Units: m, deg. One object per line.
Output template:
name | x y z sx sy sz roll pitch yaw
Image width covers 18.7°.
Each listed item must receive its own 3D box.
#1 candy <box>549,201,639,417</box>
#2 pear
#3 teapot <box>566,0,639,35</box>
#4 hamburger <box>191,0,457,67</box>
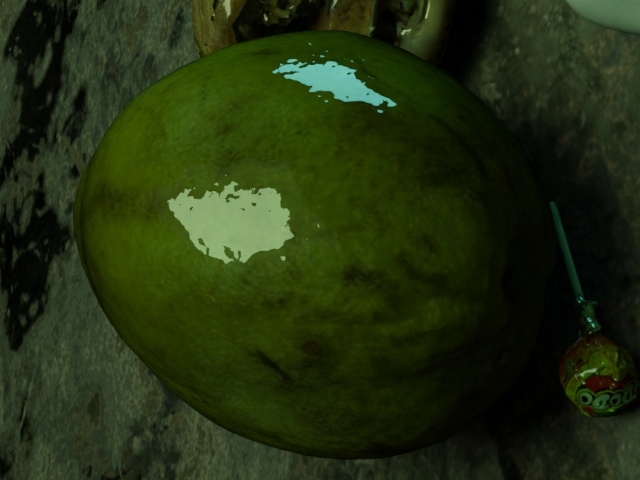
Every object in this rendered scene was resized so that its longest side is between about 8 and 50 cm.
candy | 0.196 0.047 1.474 0.060 0.060 0.201 -50 36 38
pear | 0.000 0.000 1.519 0.413 0.352 0.351 12 92 40
teapot | 0.224 -0.304 1.373 0.280 0.252 0.423 -9 65 21
hamburger | -0.009 -0.218 1.710 0.245 0.211 0.260 125 145 -56
